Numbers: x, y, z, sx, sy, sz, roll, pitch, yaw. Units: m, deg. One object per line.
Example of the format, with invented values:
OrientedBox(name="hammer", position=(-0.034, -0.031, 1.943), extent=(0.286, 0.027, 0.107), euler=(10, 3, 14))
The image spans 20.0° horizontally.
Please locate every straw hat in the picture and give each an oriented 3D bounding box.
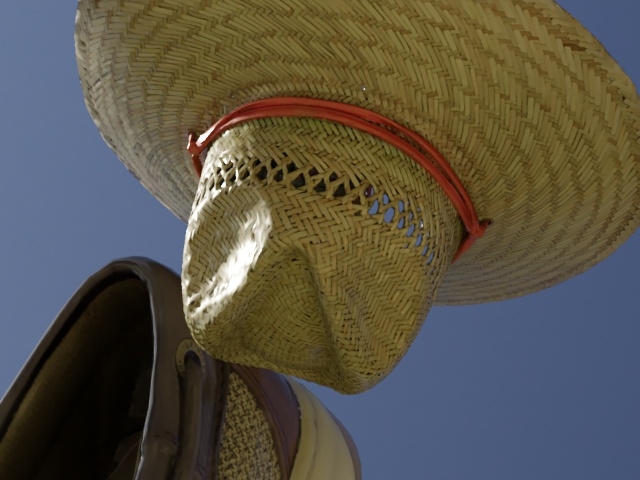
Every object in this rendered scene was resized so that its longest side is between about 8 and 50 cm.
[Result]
OrientedBox(name="straw hat", position=(0.000, 0.000, 0.395), extent=(0.144, 0.144, 0.061), euler=(11, -122, 14))

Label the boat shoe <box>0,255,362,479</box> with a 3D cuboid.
OrientedBox(name="boat shoe", position=(-0.080, 0.124, 0.393), extent=(0.102, 0.092, 0.285), euler=(-9, -140, 41))
